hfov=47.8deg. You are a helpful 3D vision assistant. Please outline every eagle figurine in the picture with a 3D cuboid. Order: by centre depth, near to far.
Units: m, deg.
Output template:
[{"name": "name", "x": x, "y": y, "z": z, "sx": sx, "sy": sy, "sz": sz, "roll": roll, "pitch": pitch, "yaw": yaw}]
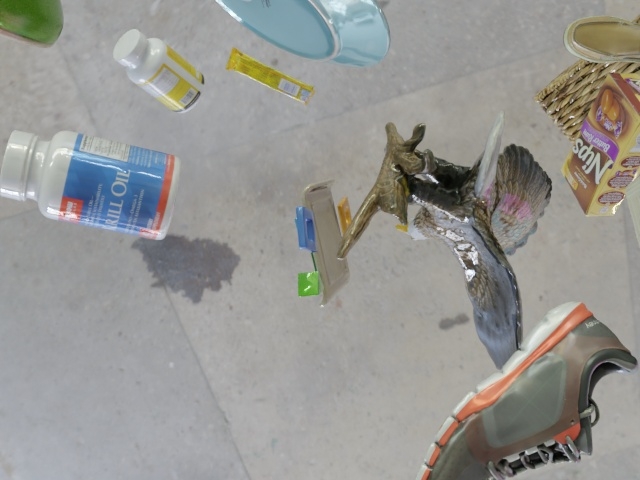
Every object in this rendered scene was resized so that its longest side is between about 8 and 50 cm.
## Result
[{"name": "eagle figurine", "x": 0.178, "y": -0.011, "z": 0.840, "sx": 0.298, "sy": 0.225, "sz": 0.226, "roll": 36, "pitch": 99, "yaw": -22}]

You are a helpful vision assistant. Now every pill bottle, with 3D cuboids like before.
[{"name": "pill bottle", "x": -0.312, "y": -0.080, "z": 0.989, "sx": 0.222, "sy": 0.124, "sz": 0.124, "roll": 11, "pitch": 114, "yaw": -17}, {"name": "pill bottle", "x": -0.331, "y": -0.350, "z": 1.486, "sx": 0.103, "sy": 0.103, "sz": 0.184, "roll": -40, "pitch": 138, "yaw": 13}]

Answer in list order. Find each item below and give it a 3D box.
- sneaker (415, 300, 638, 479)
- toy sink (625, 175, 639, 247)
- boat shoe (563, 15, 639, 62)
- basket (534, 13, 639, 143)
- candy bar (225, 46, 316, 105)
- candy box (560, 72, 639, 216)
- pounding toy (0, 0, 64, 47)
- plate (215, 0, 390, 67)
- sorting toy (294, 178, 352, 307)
[{"name": "sneaker", "x": 0.117, "y": 0.106, "z": 0.404, "sx": 0.158, "sy": 0.065, "sz": 0.061, "roll": -48, "pitch": 150, "yaw": -5}, {"name": "toy sink", "x": 0.393, "y": -0.030, "z": 0.568, "sx": 0.153, "sy": 0.131, "sz": 0.234, "roll": 5, "pitch": 155, "yaw": -21}, {"name": "boat shoe", "x": 0.455, "y": -0.293, "z": 1.057, "sx": 0.190, "sy": 0.072, "sz": 0.068, "roll": 2, "pitch": 102, "yaw": -9}, {"name": "basket", "x": 0.582, "y": -0.277, "z": 1.281, "sx": 0.223, "sy": 0.213, "sz": 0.299, "roll": 51, "pitch": 139, "yaw": 1}, {"name": "candy bar", "x": -0.085, "y": -0.280, "z": 1.243, "sx": 0.162, "sy": 0.018, "sz": 0.040, "roll": 24, "pitch": 107, "yaw": -4}, {"name": "candy box", "x": 0.426, "y": -0.136, "z": 1.057, "sx": 0.053, "sy": 0.109, "sz": 0.186, "roll": -2, "pitch": 137, "yaw": -10}, {"name": "pounding toy", "x": -0.254, "y": -0.230, "z": 0.470, "sx": 0.183, "sy": 0.237, "sz": 0.110, "roll": 38, "pitch": 101, "yaw": 19}, {"name": "plate", "x": -0.036, "y": -0.176, "z": 0.511, "sx": 0.188, "sy": 0.188, "sz": 0.024, "roll": 34, "pitch": 82, "yaw": -19}, {"name": "sorting toy", "x": 0.000, "y": 0.000, "z": 1.201, "sx": 0.047, "sy": 0.348, "sz": 0.195, "roll": -7, "pitch": 96, "yaw": 15}]
